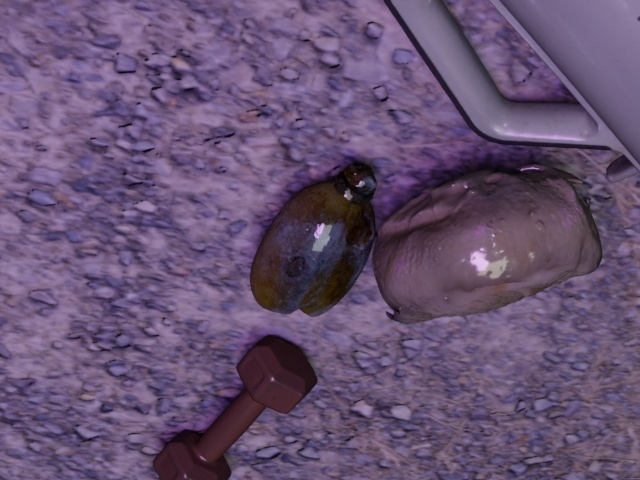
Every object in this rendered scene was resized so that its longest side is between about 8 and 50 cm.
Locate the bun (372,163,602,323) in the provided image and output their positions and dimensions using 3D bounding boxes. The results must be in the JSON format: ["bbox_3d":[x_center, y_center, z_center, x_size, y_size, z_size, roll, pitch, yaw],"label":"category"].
[{"bbox_3d":[0.164,-0.002,1.023,0.239,0.239,0.141,-16,87,2],"label":"bun"}]

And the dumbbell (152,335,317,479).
[{"bbox_3d":[-0.102,0.213,1.183,0.082,0.092,0.231,15,123,-49],"label":"dumbbell"}]

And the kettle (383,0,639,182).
[{"bbox_3d":[0.274,-0.198,0.917,0.377,0.250,0.361,39,138,-25],"label":"kettle"}]

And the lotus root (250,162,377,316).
[{"bbox_3d":[0.000,0.000,1.062,0.113,0.088,0.192,12,120,-34],"label":"lotus root"}]
